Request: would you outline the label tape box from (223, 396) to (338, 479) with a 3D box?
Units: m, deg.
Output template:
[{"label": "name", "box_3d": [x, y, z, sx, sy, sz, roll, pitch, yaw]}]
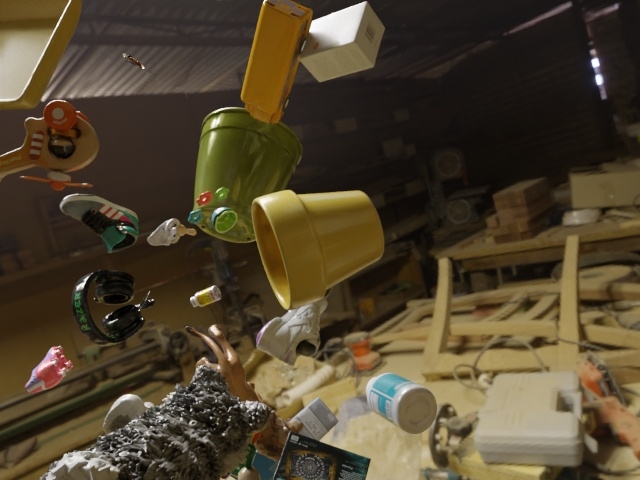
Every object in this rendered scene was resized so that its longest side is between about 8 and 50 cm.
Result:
[{"label": "label tape box", "box_3d": [-0.120, 0.648, 1.705, 0.249, 0.115, 0.347, -47, -12, 22]}]

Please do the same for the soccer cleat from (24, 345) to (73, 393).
[{"label": "soccer cleat", "box_3d": [-0.739, 0.351, 1.515, 0.095, 0.083, 0.248, -32, 11, -17]}]

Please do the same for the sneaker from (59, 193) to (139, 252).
[{"label": "sneaker", "box_3d": [-0.771, -0.046, 1.981, 0.124, 0.178, 0.295, -45, -38, 22]}]

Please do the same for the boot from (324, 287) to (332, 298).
[{"label": "boot", "box_3d": [-0.012, 0.162, 1.895, 0.198, 0.077, 0.137, -51, -14, -27]}]

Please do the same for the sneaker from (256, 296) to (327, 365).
[{"label": "sneaker", "box_3d": [-0.050, 0.256, 1.578, 0.152, 0.114, 0.305, 32, 34, 17]}]

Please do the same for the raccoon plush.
[{"label": "raccoon plush", "box_3d": [-0.186, 0.293, 0.791, 0.299, 0.216, 0.446, -45, -1, -30]}]

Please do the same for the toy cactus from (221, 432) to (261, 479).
[{"label": "toy cactus", "box_3d": [-0.188, 0.513, 1.294, 0.112, 0.180, 0.219, 2, -44, -39]}]

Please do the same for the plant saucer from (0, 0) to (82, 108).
[{"label": "plant saucer", "box_3d": [-0.669, -0.390, 1.165, 0.332, 0.333, 0.081, 3, -26, 17]}]

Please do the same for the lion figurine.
[{"label": "lion figurine", "box_3d": [-0.206, 0.395, 1.430, 0.142, 0.392, 0.240, -41, 28, -12]}]

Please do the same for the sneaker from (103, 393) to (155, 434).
[{"label": "sneaker", "box_3d": [-0.396, 0.384, 1.194, 0.090, 0.232, 0.115, 11, 41, 0]}]

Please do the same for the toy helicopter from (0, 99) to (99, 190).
[{"label": "toy helicopter", "box_3d": [-0.799, -0.226, 1.568, 0.355, 0.235, 0.140, -21, -1, -5]}]

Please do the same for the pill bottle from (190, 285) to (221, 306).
[{"label": "pill bottle", "box_3d": [-0.328, 0.162, 1.588, 0.083, 0.043, 0.043, -23, 3, 15]}]

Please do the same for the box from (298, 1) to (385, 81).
[{"label": "box", "box_3d": [0.052, -0.480, 1.357, 0.170, 0.130, 0.091, -2, -28, 40]}]

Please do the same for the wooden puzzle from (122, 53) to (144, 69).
[{"label": "wooden puzzle", "box_3d": [-0.623, -0.600, 1.858, 0.078, 0.014, 0.116, 28, 14, -39]}]

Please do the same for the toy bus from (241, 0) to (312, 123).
[{"label": "toy bus", "box_3d": [-0.120, -0.447, 1.426, 0.130, 0.108, 0.333, -66, 0, -47]}]

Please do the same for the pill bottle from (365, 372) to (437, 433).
[{"label": "pill bottle", "box_3d": [0.243, 0.508, 1.776, 0.146, 0.146, 0.264, -19, 7, -20]}]

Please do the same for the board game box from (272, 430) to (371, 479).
[{"label": "board game box", "box_3d": [0.001, 0.496, 1.178, 0.186, 0.026, 0.126, 16, 55, 10]}]

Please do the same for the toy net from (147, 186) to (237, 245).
[{"label": "toy net", "box_3d": [-0.313, -0.046, 1.375, 0.232, 0.045, 0.122, -28, -33, -31]}]

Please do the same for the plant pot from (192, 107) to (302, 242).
[{"label": "plant pot", "box_3d": [-0.277, -0.196, 1.900, 0.366, 0.353, 0.366, 10, -26, 5]}]

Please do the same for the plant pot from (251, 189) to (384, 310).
[{"label": "plant pot", "box_3d": [0.000, 0.000, 1.223, 0.239, 0.254, 0.254, -16, 5, -15]}]

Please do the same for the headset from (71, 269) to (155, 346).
[{"label": "headset", "box_3d": [-0.698, 0.229, 1.876, 0.185, 0.243, 0.394, -19, -7, 16]}]
